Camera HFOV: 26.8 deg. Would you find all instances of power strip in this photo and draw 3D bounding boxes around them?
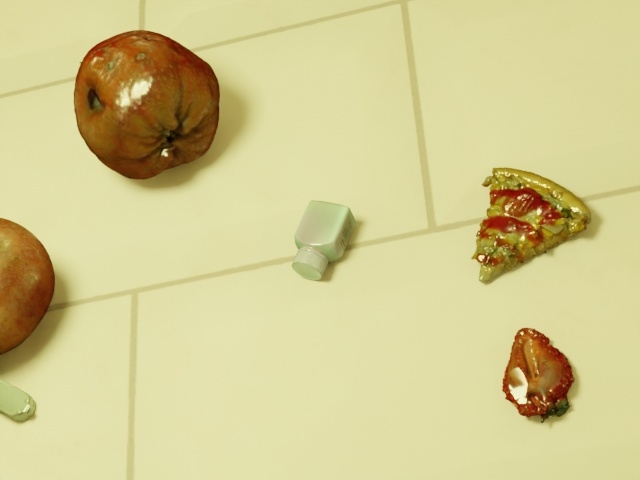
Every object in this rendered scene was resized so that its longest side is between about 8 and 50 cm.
[{"bbox_3d":[-0.528,0.240,2.152,0.191,0.030,0.048,22,68,29],"label":"power strip"}]

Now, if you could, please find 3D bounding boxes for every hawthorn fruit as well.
[{"bbox_3d":[-0.292,-0.233,2.267,0.258,0.258,0.262,-16,36,8],"label":"hawthorn fruit"}]

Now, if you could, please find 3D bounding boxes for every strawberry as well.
[{"bbox_3d":[0.303,0.186,1.899,0.103,0.048,0.152,-15,57,5],"label":"strawberry"}]

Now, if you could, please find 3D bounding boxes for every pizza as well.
[{"bbox_3d":[0.294,-0.021,2.033,0.188,0.062,0.199,25,70,33],"label":"pizza"}]

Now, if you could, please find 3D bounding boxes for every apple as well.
[{"bbox_3d":[-0.553,0.078,2.163,0.253,0.253,0.254,-9,55,13],"label":"apple"}]

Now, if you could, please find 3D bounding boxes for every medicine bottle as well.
[{"bbox_3d":[0.000,0.000,2.119,0.074,0.055,0.118,11,60,24],"label":"medicine bottle"}]
